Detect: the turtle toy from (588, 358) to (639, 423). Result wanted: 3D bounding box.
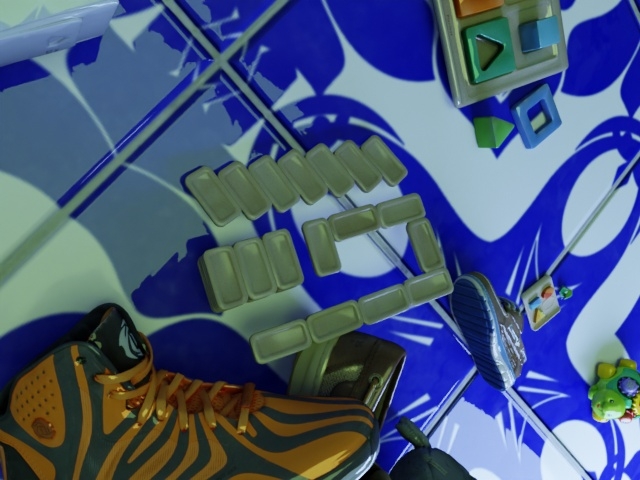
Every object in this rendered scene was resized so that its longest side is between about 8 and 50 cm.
[{"bbox_3d":[0.452,0.236,0.814,0.130,0.066,0.095,-2,100,-26],"label":"turtle toy"}]

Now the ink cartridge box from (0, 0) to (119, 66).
[{"bbox_3d":[-0.237,-0.215,0.362,0.128,0.128,0.176,-28,109,-19],"label":"ink cartridge box"}]

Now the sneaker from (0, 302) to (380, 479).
[{"bbox_3d":[-0.118,0.137,0.443,0.322,0.124,0.179,-11,102,-1],"label":"sneaker"}]

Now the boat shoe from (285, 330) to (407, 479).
[{"bbox_3d":[0.019,0.260,0.553,0.123,0.123,0.341,14,87,-68],"label":"boat shoe"}]

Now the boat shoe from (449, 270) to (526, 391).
[{"bbox_3d":[0.217,0.104,0.682,0.066,0.066,0.183,-36,122,-22],"label":"boat shoe"}]

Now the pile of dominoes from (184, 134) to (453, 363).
[{"bbox_3d":[0.000,0.000,0.562,0.251,0.040,0.195,-16,85,-24],"label":"pile of dominoes"}]

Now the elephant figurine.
[{"bbox_3d":[0.108,0.378,0.630,0.170,0.186,0.239,26,116,6],"label":"elephant figurine"}]

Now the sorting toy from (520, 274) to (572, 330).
[{"bbox_3d":[0.318,0.080,0.751,0.083,0.012,0.062,-33,111,-17],"label":"sorting toy"}]

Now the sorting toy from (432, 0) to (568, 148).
[{"bbox_3d":[0.217,-0.268,0.622,0.196,0.047,0.347,-24,108,-21],"label":"sorting toy"}]
